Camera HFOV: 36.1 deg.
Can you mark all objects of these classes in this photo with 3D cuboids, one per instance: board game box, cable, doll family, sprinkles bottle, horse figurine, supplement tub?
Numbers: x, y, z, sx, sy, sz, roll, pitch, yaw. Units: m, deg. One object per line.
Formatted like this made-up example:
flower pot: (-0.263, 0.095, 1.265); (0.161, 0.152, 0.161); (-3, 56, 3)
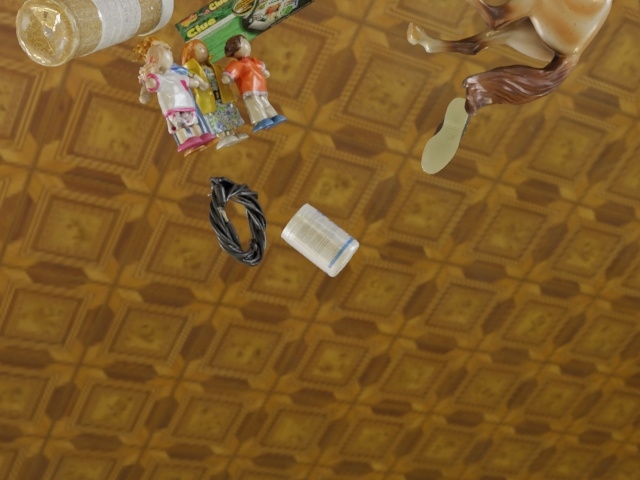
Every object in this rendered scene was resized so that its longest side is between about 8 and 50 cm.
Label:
board game box: (-0.141, -0.435, 1.869); (0.260, 0.030, 0.136); (-31, 158, 0)
cable: (-0.130, -0.028, 1.663); (0.047, 0.150, 0.184); (-22, 159, 16)
doll family: (-0.175, -0.201, 1.319); (0.118, 0.163, 0.263); (-23, -179, 34)
sprinkles bottle: (-0.395, -0.405, 1.765); (0.121, 0.355, 0.121); (8, 114, 18)
horse figurine: (0.166, -0.214, 0.736); (0.174, 0.066, 0.263); (10, 92, -11)
supplement tub: (0.000, 0.000, 1.538); (0.107, 0.071, 0.071); (39, 114, 5)

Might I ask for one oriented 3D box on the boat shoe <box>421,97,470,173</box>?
boat shoe: (0.205, -0.165, 1.583); (0.133, 0.049, 0.042); (-64, 165, -3)
